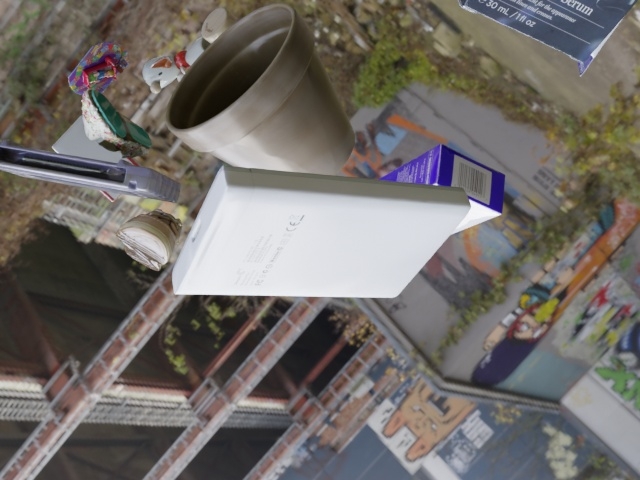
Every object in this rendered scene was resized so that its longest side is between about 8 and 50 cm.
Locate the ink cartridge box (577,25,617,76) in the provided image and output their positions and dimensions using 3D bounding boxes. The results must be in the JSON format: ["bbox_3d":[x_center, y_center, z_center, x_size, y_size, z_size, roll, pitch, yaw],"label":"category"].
[{"bbox_3d":[0.578,-0.495,1.578,0.045,0.224,0.223,18,-137,-9],"label":"ink cartridge box"}]

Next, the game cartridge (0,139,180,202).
[{"bbox_3d":[-0.482,-0.141,1.526,0.355,0.068,0.230,10,-178,4],"label":"game cartridge"}]

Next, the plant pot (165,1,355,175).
[{"bbox_3d":[-0.089,-0.243,1.453,0.280,0.323,0.323,44,-174,-35],"label":"plant pot"}]

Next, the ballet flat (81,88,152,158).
[{"bbox_3d":[-0.408,-0.212,1.455,0.241,0.077,0.091,47,-160,-69],"label":"ballet flat"}]

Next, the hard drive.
[{"bbox_3d":[0.000,0.000,1.027,0.353,0.233,0.047,3,-128,-27],"label":"hard drive"}]

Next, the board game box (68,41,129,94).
[{"bbox_3d":[-0.550,-0.421,1.891,0.033,0.169,0.133,49,-165,19],"label":"board game box"}]

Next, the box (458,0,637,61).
[{"bbox_3d":[0.449,-0.562,1.305,0.293,0.395,0.212,15,-137,-24],"label":"box"}]

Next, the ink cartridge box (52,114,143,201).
[{"bbox_3d":[-0.564,-0.212,1.937,0.197,0.114,0.273,44,177,-14],"label":"ink cartridge box"}]

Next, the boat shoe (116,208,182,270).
[{"bbox_3d":[-0.362,-0.018,1.627,0.121,0.110,0.341,33,165,-9],"label":"boat shoe"}]

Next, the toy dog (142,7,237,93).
[{"bbox_3d":[-0.282,-0.394,1.760,0.220,0.333,0.161,22,-121,-28],"label":"toy dog"}]

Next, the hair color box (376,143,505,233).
[{"bbox_3d":[0.234,-0.087,1.709,0.185,0.110,0.339,22,154,-25],"label":"hair color box"}]
